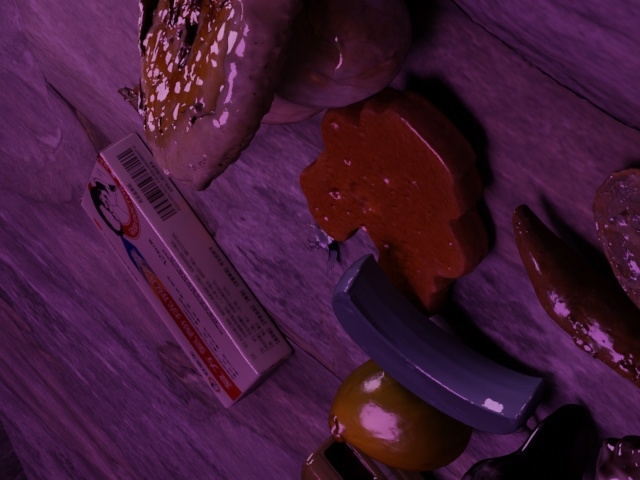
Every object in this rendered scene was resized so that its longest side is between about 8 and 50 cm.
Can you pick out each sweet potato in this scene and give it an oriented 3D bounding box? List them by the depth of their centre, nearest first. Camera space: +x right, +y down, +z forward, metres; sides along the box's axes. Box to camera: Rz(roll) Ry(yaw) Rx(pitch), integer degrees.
[{"bbox_3d":[0.245,0.077,1.418,0.274,0.067,0.067,51,158,21],"label":"sweet potato"}]

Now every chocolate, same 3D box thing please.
[{"bbox_3d":[-0.010,-0.173,1.522,0.134,0.134,0.309,59,163,-7],"label":"chocolate"}]

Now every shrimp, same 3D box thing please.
[{"bbox_3d":[-0.209,-0.170,2.086,0.108,0.023,0.059,40,144,36],"label":"shrimp"}]

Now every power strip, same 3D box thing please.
[{"bbox_3d":[0.119,0.116,1.694,0.253,0.054,0.167,36,164,2],"label":"power strip"}]

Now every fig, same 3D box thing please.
[{"bbox_3d":[0.089,0.179,1.831,0.153,0.121,0.136,-9,110,41],"label":"fig"}]

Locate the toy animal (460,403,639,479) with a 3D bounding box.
[{"bbox_3d":[0.232,0.277,1.565,0.344,0.194,0.302,11,128,47],"label":"toy animal"}]

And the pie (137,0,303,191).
[{"bbox_3d":[-0.079,-0.211,1.421,0.077,0.339,0.339,16,170,-21],"label":"pie"}]

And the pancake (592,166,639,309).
[{"bbox_3d":[0.265,0.009,1.331,0.158,0.028,0.158,46,154,30],"label":"pancake"}]

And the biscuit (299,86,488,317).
[{"bbox_3d":[0.075,-0.043,1.625,0.202,0.047,0.334,47,160,10],"label":"biscuit"}]

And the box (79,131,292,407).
[{"bbox_3d":[-0.183,0.045,2.282,0.353,0.069,0.214,55,159,6],"label":"box"}]

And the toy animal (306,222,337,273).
[{"bbox_3d":[0.000,0.000,1.874,0.050,0.028,0.084,39,153,19],"label":"toy animal"}]

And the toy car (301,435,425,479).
[{"bbox_3d":[0.091,0.329,2.019,0.256,0.124,0.101,50,159,19],"label":"toy car"}]
